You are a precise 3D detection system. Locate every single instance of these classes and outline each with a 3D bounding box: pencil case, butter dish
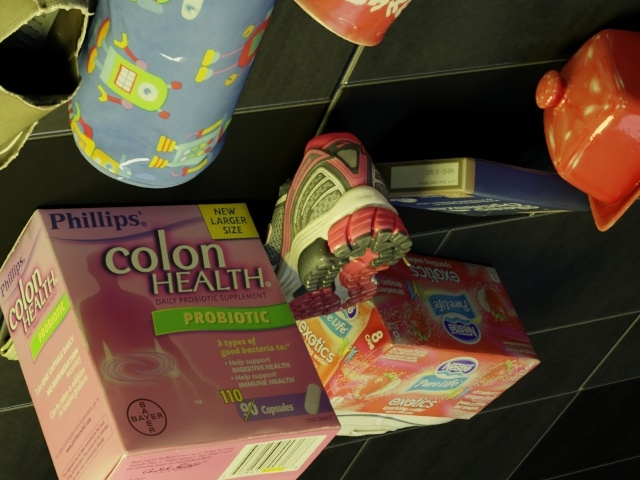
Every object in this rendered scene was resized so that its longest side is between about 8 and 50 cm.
[{"bbox_3d":[-0.100,-0.166,1.211,0.133,0.119,0.306,24,143,0],"label":"pencil case"},{"bbox_3d":[0.248,-0.119,1.580,0.118,0.160,0.160,19,134,-22],"label":"butter dish"}]

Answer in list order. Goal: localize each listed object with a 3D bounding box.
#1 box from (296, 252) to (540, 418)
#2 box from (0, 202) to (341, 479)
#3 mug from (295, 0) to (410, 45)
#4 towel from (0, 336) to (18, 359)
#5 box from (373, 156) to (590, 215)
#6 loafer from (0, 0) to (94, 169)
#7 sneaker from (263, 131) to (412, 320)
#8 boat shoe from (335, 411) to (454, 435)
[{"bbox_3d":[0.093,0.098,1.827,0.257,0.128,0.122,10,137,-47],"label":"box"},{"bbox_3d":[-0.134,0.098,1.515,0.213,0.243,0.117,-2,145,-35],"label":"box"},{"bbox_3d":[0.055,-0.245,1.247,0.113,0.150,0.169,35,119,-18],"label":"mug"},{"bbox_3d":[-0.218,0.081,1.653,0.148,0.027,0.110,3,143,-42],"label":"towel"},{"bbox_3d":[0.155,-0.047,1.650,0.136,0.037,0.225,-2,175,45],"label":"box"},{"bbox_3d":[-0.222,-0.119,1.229,0.094,0.087,0.251,-8,148,-29],"label":"loafer"},{"bbox_3d":[0.000,0.000,1.611,0.120,0.112,0.299,-11,164,-23],"label":"sneaker"},{"bbox_3d":[0.050,0.175,1.985,0.258,0.095,0.084,9,143,-32],"label":"boat shoe"}]
